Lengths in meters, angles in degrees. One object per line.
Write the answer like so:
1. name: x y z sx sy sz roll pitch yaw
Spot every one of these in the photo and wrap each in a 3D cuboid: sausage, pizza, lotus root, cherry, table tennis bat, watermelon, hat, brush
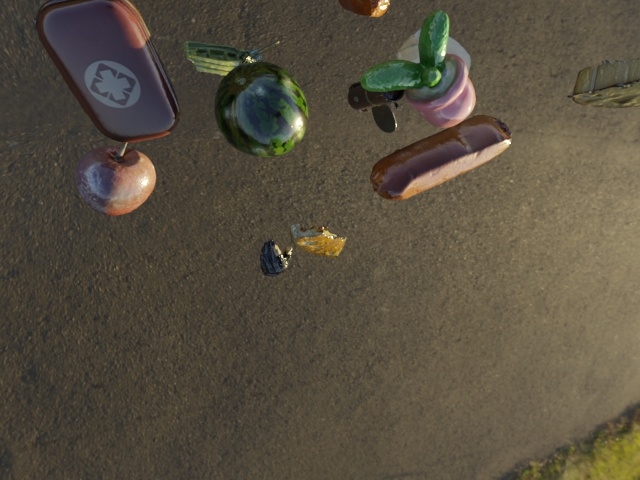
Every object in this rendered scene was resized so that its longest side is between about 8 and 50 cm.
1. sausage: 0.256 -0.176 0.920 0.349 0.097 0.094 -25 155 -17
2. pizza: -0.007 0.001 1.364 0.271 0.134 0.056 19 52 -46
3. sausage: 0.153 -0.883 1.523 0.153 0.268 0.141 -12 131 -15
4. lotus root: 0.751 -0.376 1.033 0.170 0.261 0.074 14 87 -40
5. cherry: -0.662 -0.199 1.400 0.236 0.212 0.285 9 129 -37
6. table tennis bat: 0.266 -0.574 1.882 0.022 0.131 0.234 -41 126 -20
7. watermelon: -0.183 -0.399 1.334 0.285 0.285 0.284 -9 107 -29
8. hat: 0.474 -0.734 1.836 0.301 0.258 0.168 42 72 9
9. brush: -0.188 -0.612 1.415 0.027 0.034 0.190 47 48 -9

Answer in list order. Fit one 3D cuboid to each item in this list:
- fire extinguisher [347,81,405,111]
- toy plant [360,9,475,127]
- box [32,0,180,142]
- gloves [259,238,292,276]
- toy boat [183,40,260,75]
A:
1. fire extinguisher: 0.196 -0.539 1.621 0.105 0.341 0.141 -41 111 -9
2. toy plant: 0.349 -0.518 1.428 0.317 0.210 0.356 -37 145 21
3. box: -0.539 -0.438 1.138 0.263 0.108 0.403 -10 138 3
4. gloves: -0.181 0.074 1.724 0.129 0.180 0.106 7 67 4
5. toy boat: -0.358 -0.662 1.583 0.277 0.111 0.084 -6 145 -24
